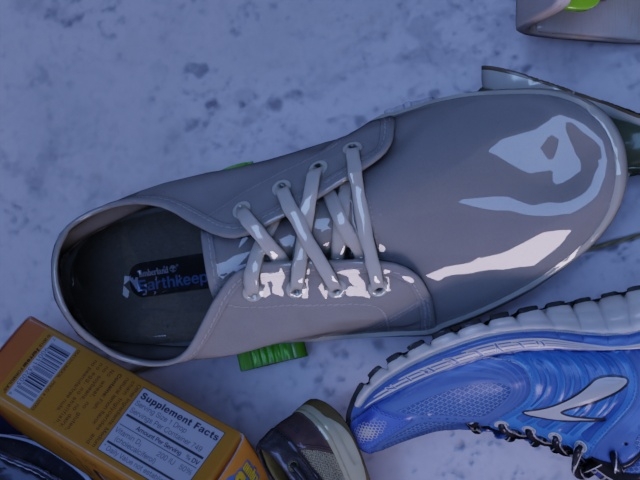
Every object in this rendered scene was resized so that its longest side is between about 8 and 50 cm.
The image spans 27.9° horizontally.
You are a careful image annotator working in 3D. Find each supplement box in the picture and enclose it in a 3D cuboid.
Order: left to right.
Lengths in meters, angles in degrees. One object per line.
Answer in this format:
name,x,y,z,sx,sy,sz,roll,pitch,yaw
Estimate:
supplement box,-0.155,0.147,0.996,0.233,0.078,0.080,26,67,29

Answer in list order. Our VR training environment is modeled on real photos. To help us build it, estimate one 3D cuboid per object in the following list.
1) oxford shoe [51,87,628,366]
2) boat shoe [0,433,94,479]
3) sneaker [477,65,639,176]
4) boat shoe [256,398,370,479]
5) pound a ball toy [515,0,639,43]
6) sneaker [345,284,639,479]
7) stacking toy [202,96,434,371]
oxford shoe,0.000,0.000,0.936,0.449,0.130,0.169,-13,85,13
boat shoe,-0.313,0.197,1.053,0.301,0.102,0.108,14,90,13
sneaker,0.201,-0.066,0.981,0.192,0.064,0.086,21,99,13
boat shoe,0.011,0.231,0.966,0.073,0.080,0.223,-24,101,-25
pound a ball toy,0.252,-0.264,0.960,0.208,0.136,0.319,2,88,-12
sneaker,0.179,0.119,0.937,0.330,0.130,0.147,-13,81,11
stacking toy,0.017,-0.003,1.019,0.221,0.052,0.167,-16,83,12
